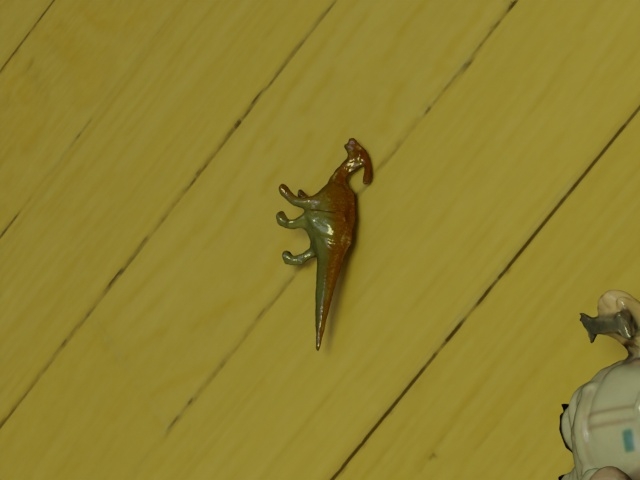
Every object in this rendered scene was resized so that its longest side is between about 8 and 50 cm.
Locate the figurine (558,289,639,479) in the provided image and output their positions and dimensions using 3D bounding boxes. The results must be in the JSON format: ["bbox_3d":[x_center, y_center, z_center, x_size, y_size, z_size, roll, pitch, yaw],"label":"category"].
[{"bbox_3d":[0.156,0.058,0.641,0.229,0.112,0.137,-38,35,57],"label":"figurine"}]

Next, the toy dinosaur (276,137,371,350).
[{"bbox_3d":[-0.003,-0.001,0.869,0.041,0.026,0.113,4,62,23],"label":"toy dinosaur"}]
